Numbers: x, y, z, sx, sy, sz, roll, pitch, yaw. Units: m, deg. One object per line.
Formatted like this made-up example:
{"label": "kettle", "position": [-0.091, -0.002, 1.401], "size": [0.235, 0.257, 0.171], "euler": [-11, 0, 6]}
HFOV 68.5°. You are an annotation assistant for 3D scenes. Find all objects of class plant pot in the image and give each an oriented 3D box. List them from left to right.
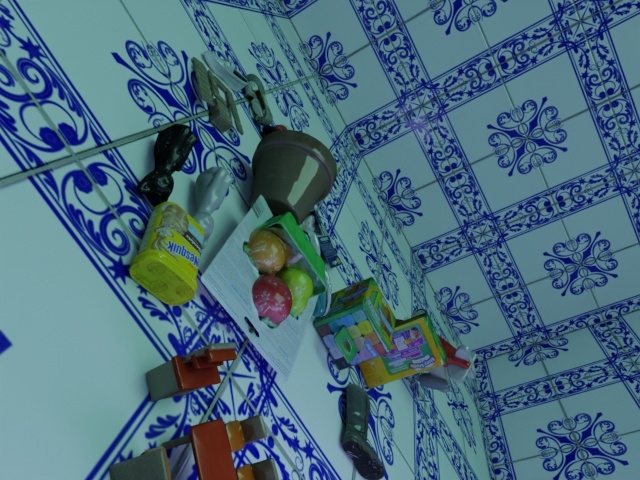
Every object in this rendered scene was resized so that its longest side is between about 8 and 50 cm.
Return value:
{"label": "plant pot", "position": [-0.099, -0.152, 1.374], "size": [0.263, 0.263, 0.229], "euler": [51, 40, -35]}

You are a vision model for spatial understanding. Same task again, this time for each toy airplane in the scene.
{"label": "toy airplane", "position": [0.450, 0.482, 1.961], "size": [0.386, 0.272, 0.384], "euler": [54, -15, 10]}

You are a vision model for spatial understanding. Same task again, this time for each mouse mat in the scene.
{"label": "mouse mat", "position": [-0.027, -0.117, 1.663], "size": [0.152, 0.007, 0.189], "euler": [64, 3, -76]}

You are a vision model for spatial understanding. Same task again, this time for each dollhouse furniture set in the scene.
{"label": "dollhouse furniture set", "position": [-0.174, 0.305, 0.730], "size": [0.262, 0.135, 0.259], "euler": [21, 47, -64]}

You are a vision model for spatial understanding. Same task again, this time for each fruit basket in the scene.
{"label": "fruit basket", "position": [-0.126, 0.105, 1.146], "size": [0.327, 0.166, 0.353], "euler": [56, 36, -23]}

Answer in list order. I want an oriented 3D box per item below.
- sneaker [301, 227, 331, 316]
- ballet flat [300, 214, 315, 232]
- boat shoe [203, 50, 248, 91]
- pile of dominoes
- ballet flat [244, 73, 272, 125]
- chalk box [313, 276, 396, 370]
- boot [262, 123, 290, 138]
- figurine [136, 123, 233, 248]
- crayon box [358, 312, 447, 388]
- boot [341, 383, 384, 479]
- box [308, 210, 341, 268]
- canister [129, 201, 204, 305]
{"label": "sneaker", "position": [-0.051, 0.100, 1.391], "size": [0.110, 0.107, 0.275], "euler": [-18, 92, -45]}
{"label": "ballet flat", "position": [-0.063, -0.090, 1.603], "size": [0.240, 0.077, 0.091], "euler": [67, 18, 5]}
{"label": "boat shoe", "position": [-0.310, -0.569, 1.563], "size": [0.184, 0.063, 0.066], "euler": [43, 29, -48]}
{"label": "pile of dominoes", "position": [-0.326, -0.435, 1.434], "size": [0.196, 0.040, 0.251], "euler": [41, 22, -49]}
{"label": "ballet flat", "position": [-0.232, -0.515, 1.694], "size": [0.068, 0.072, 0.213], "euler": [-5, 71, -65]}
{"label": "chalk box", "position": [0.108, 0.266, 1.458], "size": [0.180, 0.179, 0.289], "euler": [61, 19, -9]}
{"label": "boot", "position": [-0.122, -0.313, 1.722], "size": [0.244, 0.088, 0.176], "euler": [57, 21, -3]}
{"label": "figurine", "position": [-0.293, -0.111, 1.031], "size": [0.215, 0.092, 0.209], "euler": [51, 31, -37]}
{"label": "crayon box", "position": [0.259, 0.370, 1.573], "size": [0.165, 0.279, 0.081], "euler": [67, 20, 5]}
{"label": "boot", "position": [0.122, 0.542, 1.340], "size": [0.189, 0.076, 0.208], "euler": [61, 12, -18]}
{"label": "box", "position": [0.000, 0.000, 1.718], "size": [0.225, 0.037, 0.136], "euler": [65, 19, 5]}
{"label": "canister", "position": [-0.283, 0.020, 0.893], "size": [0.126, 0.073, 0.169], "euler": [51, 22, -37]}
